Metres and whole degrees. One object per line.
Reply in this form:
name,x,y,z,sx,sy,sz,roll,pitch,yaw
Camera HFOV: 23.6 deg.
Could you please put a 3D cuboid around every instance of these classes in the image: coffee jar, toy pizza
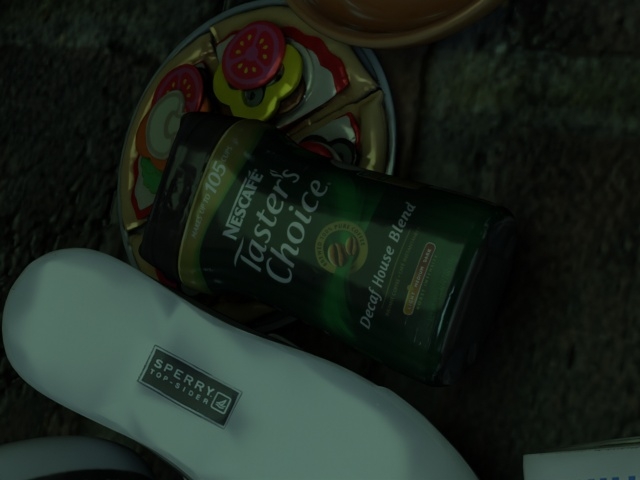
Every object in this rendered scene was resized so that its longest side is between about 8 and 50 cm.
coffee jar,0.000,0.000,0.779,0.184,0.079,0.096,20,96,22
toy pizza,-0.046,-0.045,0.878,0.201,0.032,0.201,-9,75,34

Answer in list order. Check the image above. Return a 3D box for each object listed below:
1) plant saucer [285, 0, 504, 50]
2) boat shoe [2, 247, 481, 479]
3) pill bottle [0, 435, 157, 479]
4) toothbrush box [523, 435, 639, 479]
plant saucer,0.056,-0.197,0.837,0.200,0.037,0.200,-10,73,34
boat shoe,-0.028,0.103,0.793,0.301,0.102,0.108,27,87,22
pill bottle,-0.110,0.279,0.753,0.188,0.188,0.334,-41,60,21
toothbrush box,0.178,0.223,0.544,0.126,0.216,0.295,-11,72,32
